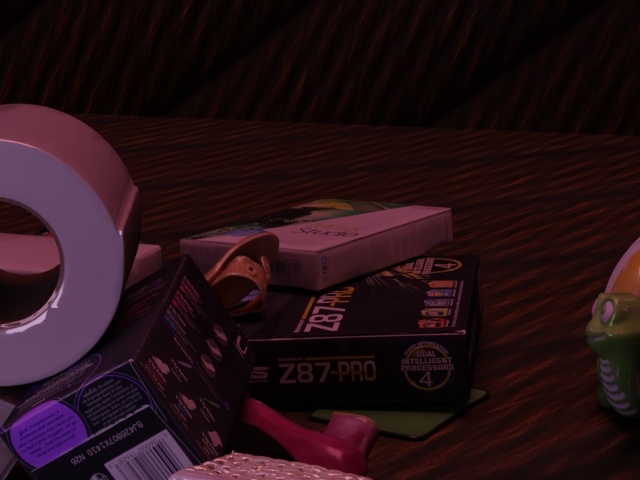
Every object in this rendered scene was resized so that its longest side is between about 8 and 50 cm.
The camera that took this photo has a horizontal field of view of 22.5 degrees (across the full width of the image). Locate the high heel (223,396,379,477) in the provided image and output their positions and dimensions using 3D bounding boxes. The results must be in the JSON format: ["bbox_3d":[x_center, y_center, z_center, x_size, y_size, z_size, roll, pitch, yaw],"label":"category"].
[{"bbox_3d":[-0.065,0.227,1.652,0.244,0.082,0.117,4,33,21],"label":"high heel"}]

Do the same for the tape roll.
[{"bbox_3d":[-0.304,0.001,1.580,0.246,0.246,0.169,-1,16,-1],"label":"tape roll"}]

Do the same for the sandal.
[{"bbox_3d":[-0.105,0.068,1.929,0.079,0.088,0.240,27,36,31],"label":"sandal"}]

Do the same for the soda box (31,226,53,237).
[{"bbox_3d":[-0.423,0.015,2.529,0.060,0.053,0.169,3,15,13],"label":"soda box"}]

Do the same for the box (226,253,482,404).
[{"bbox_3d":[0.041,0.107,2.044,0.318,0.097,0.395,-3,13,10],"label":"box"}]

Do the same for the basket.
[{"bbox_3d":[-0.040,0.257,1.413,0.167,0.113,0.103,7,12,29],"label":"basket"}]

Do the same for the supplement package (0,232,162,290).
[{"bbox_3d":[-0.357,0.095,1.942,0.293,0.175,0.177,4,13,18],"label":"supplement package"}]

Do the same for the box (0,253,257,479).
[{"bbox_3d":[-0.182,0.152,1.602,0.165,0.143,0.270,-29,15,17],"label":"box"}]

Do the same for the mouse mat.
[{"bbox_3d":[0.094,0.192,1.890,0.152,0.007,0.189,8,15,31],"label":"mouse mat"}]

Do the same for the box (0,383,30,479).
[{"bbox_3d":[-0.407,0.125,1.694,0.148,0.121,0.311,26,16,-32],"label":"box"}]

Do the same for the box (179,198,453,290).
[{"bbox_3d":[0.000,0.000,2.190,0.232,0.058,0.322,5,13,36],"label":"box"}]

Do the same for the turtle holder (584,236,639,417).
[{"bbox_3d":[0.412,0.091,1.830,0.320,0.227,0.243,-4,15,-16],"label":"turtle holder"}]
